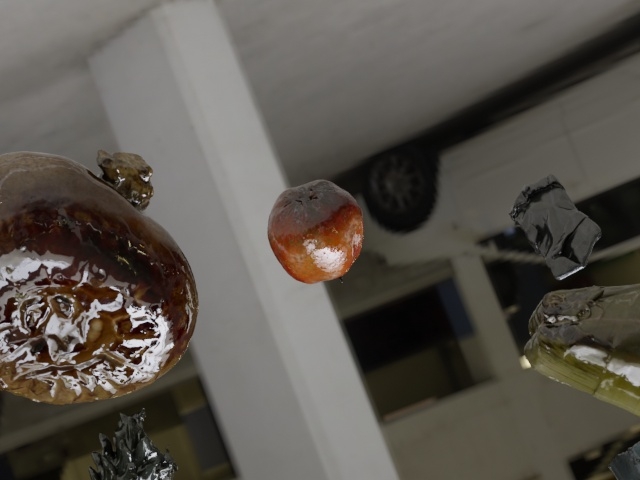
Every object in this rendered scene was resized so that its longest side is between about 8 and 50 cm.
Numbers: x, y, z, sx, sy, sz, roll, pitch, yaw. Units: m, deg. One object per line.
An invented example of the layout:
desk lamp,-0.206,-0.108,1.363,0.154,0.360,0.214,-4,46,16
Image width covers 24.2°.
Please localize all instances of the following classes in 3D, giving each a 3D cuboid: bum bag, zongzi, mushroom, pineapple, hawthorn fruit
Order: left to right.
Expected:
mushroom,-0.261,0.038,1.529,0.278,0.297,0.163,-52,-158,8
pineapple,-0.207,0.292,1.393,0.158,0.278,0.158,20,168,4
hawthorn fruit,0.000,0.000,2.343,0.157,0.157,0.194,-21,134,0
bum bag,0.303,-0.023,1.962,0.087,0.197,0.049,-45,123,12
zongzi,0.411,0.066,1.774,0.145,0.274,0.300,100,15,-69

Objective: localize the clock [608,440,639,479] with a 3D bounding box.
clock,0.547,0.268,2.019,0.319,0.066,0.319,-20,161,-7
